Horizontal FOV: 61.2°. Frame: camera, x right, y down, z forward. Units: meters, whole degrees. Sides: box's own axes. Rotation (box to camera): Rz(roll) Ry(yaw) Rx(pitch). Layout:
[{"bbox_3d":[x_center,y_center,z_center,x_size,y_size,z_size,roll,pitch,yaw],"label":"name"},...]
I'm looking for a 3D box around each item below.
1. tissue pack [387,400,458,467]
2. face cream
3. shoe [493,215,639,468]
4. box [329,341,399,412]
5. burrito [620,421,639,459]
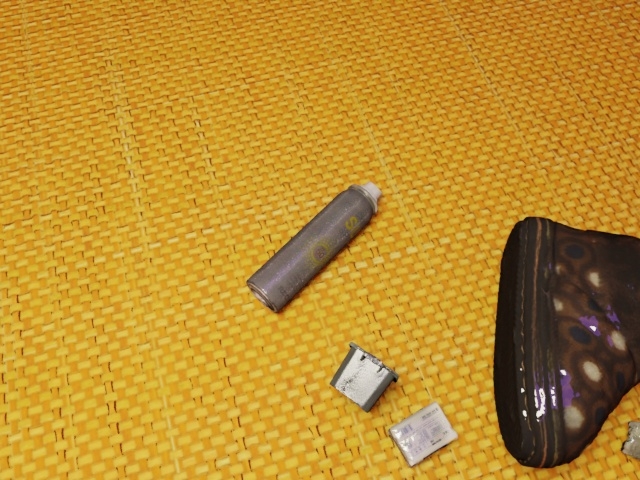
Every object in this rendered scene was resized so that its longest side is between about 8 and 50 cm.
[{"bbox_3d":[0.148,0.281,0.786,0.083,0.042,0.062,-27,66,-14],"label":"tissue pack"},{"bbox_3d":[0.000,0.000,0.902,0.073,0.073,0.283,40,69,16],"label":"face cream"},{"bbox_3d":[0.387,0.147,0.788,0.237,0.171,0.384,10,56,8],"label":"shoe"},{"bbox_3d":[0.062,0.202,0.785,0.084,0.122,0.069,33,79,15],"label":"box"},{"bbox_3d":[0.525,0.295,0.788,0.171,0.042,0.051,5,94,6],"label":"burrito"}]
